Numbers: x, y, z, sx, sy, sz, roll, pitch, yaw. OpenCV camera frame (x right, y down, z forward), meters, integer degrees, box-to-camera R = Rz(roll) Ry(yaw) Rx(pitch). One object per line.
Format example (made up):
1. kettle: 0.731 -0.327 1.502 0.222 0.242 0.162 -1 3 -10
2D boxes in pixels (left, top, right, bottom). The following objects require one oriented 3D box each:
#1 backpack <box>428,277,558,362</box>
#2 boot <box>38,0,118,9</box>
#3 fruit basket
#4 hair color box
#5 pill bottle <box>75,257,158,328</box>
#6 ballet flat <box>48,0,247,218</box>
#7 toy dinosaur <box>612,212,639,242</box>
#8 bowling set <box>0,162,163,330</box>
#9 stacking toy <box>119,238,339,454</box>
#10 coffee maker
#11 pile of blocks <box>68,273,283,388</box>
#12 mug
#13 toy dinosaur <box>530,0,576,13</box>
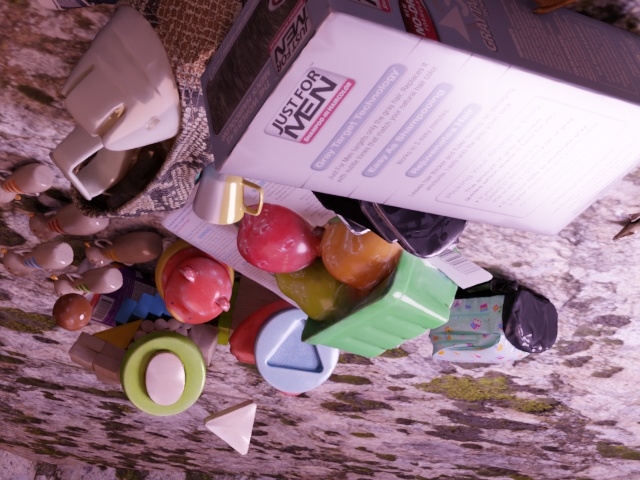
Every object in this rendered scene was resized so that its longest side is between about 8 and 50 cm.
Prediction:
1. backpack: 0.249 0.128 1.453 0.182 0.115 0.152 -8 153 39
2. boot: -0.225 -0.270 0.838 0.086 0.069 0.190 0 163 5
3. fruit basket: 0.000 0.000 1.269 0.353 0.165 0.327 36 145 -12
4. hair color box: 0.108 -0.121 0.822 0.374 0.114 0.185 9 141 -31
5. pill bottle: -0.317 0.104 1.615 0.193 0.108 0.108 24 152 -28
6. ballet flat: -0.180 -0.124 0.966 0.182 0.164 0.483 -27 172 -26
7. toy dinosaur: 0.442 -0.020 1.157 0.183 0.053 0.092 4 171 30
8. bowling set: -0.385 0.031 1.390 0.154 0.200 0.287 -9 146 37
9. stacking toy: -0.139 0.176 1.431 0.309 0.280 0.130 30 180 -16
10. coffee maker: 0.053 -0.065 1.023 0.171 0.120 0.178 24 -179 -22
11. pile of blocks: -0.224 0.142 1.563 0.362 0.149 0.113 -10 157 -13
12. mug: -0.111 -0.062 1.150 0.078 0.062 0.064 -1 125 -20
13. toy dinosaur: 0.217 -0.226 0.759 0.211 0.064 0.112 23 151 -27
